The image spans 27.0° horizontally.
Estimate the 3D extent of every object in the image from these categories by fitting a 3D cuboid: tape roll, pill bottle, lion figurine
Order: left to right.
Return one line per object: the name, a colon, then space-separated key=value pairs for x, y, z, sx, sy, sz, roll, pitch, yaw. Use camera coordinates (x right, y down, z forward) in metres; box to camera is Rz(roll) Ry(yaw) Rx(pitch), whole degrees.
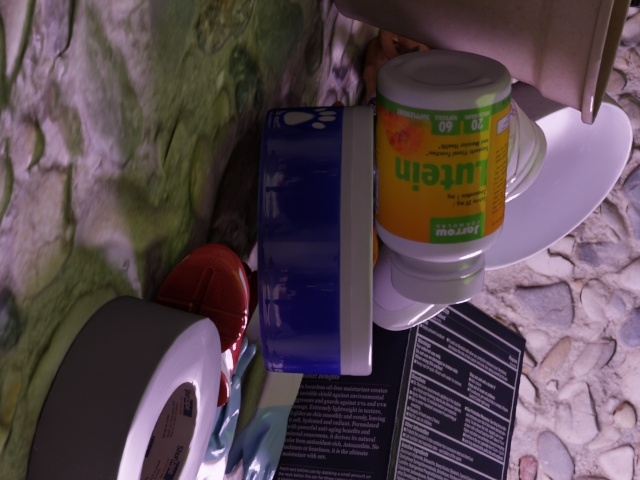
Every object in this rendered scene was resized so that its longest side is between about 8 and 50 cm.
tape roll: x=-0.154 y=0.158 z=1.079 sx=0.219 sy=0.072 sz=0.219 roll=15 pitch=90 yaw=-78
lion figurine: x=0.122 y=-0.160 z=1.716 sx=0.392 sy=0.142 sz=0.240 roll=81 pitch=1 yaw=-46
pill bottle: x=0.125 y=-0.062 z=1.385 sx=0.136 sy=0.136 sz=0.245 roll=-54 pitch=148 yaw=-57

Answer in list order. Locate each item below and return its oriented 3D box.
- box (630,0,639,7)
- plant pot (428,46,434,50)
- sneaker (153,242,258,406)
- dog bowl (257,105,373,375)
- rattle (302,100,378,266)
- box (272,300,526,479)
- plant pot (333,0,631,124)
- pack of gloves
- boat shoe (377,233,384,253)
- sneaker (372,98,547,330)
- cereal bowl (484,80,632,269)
box: x=0.435 y=-0.445 z=1.771 sx=0.216 sy=0.060 sz=0.270 roll=-103 pitch=-164 yaw=-79
plant pot: x=0.276 y=-0.413 z=1.884 sx=0.235 sy=0.267 sz=0.267 roll=-79 pitch=175 yaw=-54
sneaker: x=-0.098 y=0.045 z=1.208 sx=0.221 sy=0.087 sz=0.128 roll=108 pitch=-3 yaw=-51
dog bowl: x=0.000 y=0.000 z=1.309 sx=0.265 sy=0.104 sz=0.264 roll=0 pitch=90 yaw=-88
rattle: x=0.015 y=-0.052 z=1.464 sx=0.142 sy=0.130 sz=0.199 roll=-55 pitch=163 yaw=-6
box: x=0.108 y=0.222 z=1.710 sx=0.296 sy=0.183 sz=0.294 roll=32 pitch=63 yaw=-49
plant pot: x=0.185 y=-0.320 z=1.440 sx=0.334 sy=0.306 sz=0.333 roll=14 pitch=90 yaw=-77
pack of gloves: x=-0.098 y=0.204 z=1.460 sx=0.195 sy=0.046 sz=0.232 roll=2 pitch=105 yaw=-61
boat shoe: x=0.088 y=0.024 z=1.821 sx=0.341 sy=0.122 sz=0.110 roll=-23 pitch=126 yaw=-75
sneaker: x=0.134 y=-0.041 z=1.533 sx=0.305 sy=0.114 sz=0.152 roll=-56 pitch=146 yaw=-5
cereal bowl: x=0.292 y=-0.120 z=2.011 sx=0.339 sy=0.141 sz=0.339 roll=-23 pitch=145 yaw=-18
